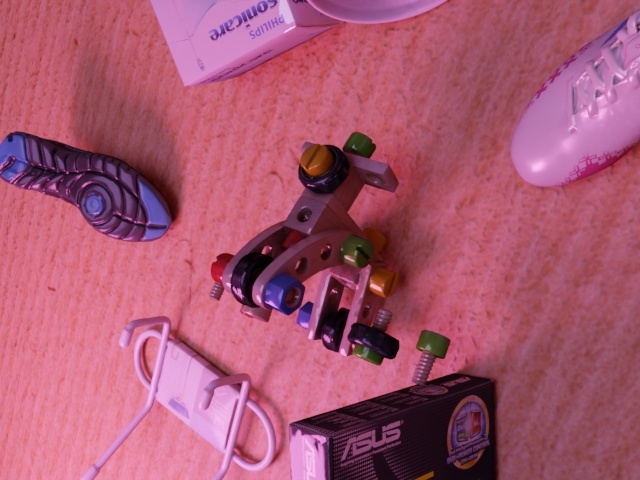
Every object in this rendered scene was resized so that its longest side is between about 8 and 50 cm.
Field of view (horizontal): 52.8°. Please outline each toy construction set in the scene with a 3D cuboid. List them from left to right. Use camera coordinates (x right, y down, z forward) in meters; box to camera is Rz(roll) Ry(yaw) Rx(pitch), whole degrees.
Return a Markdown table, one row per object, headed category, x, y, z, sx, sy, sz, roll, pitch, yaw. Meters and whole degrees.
| category | x | y | z | sx | sy | sz | roll | pitch | yaw |
| --- | --- | --- | --- | --- | --- | --- | --- | --- | --- |
| toy construction set | 0.000 | 0.000 | 0.807 | 0.309 | 0.257 | 0.237 | 4 | 67 | 59 |

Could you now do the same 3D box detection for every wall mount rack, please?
| category | x | y | z | sx | sy | sz | roll | pitch | yaw |
| --- | --- | --- | --- | --- | --- | --- | --- | --- | --- |
| wall mount rack | -0.244 | 0.301 | 1.024 | 0.350 | 0.130 | 0.304 | 26 | 108 | 34 |

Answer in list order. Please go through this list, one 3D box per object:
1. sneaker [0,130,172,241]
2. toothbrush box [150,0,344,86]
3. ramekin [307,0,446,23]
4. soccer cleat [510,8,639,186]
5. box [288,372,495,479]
| category | x | y | z | sx | sy | sz | roll | pitch | yaw |
| --- | --- | --- | --- | --- | --- | --- | --- | --- | --- |
| sneaker | -0.391 | -0.102 | 1.132 | 0.341 | 0.139 | 0.125 | 27 | 99 | 14 |
| toothbrush box | -0.129 | -0.386 | 0.861 | 0.216 | 0.126 | 0.295 | -16 | 98 | 37 |
| ramekin | 0.072 | -0.346 | 0.713 | 0.207 | 0.207 | 0.109 | -18 | 72 | 36 |
| soccer cleat | 0.295 | -0.170 | 0.583 | 0.331 | 0.143 | 0.116 | -40 | 69 | 32 |
| box | 0.088 | 0.272 | 0.680 | 0.060 | 0.270 | 0.216 | 1 | 93 | 47 |
